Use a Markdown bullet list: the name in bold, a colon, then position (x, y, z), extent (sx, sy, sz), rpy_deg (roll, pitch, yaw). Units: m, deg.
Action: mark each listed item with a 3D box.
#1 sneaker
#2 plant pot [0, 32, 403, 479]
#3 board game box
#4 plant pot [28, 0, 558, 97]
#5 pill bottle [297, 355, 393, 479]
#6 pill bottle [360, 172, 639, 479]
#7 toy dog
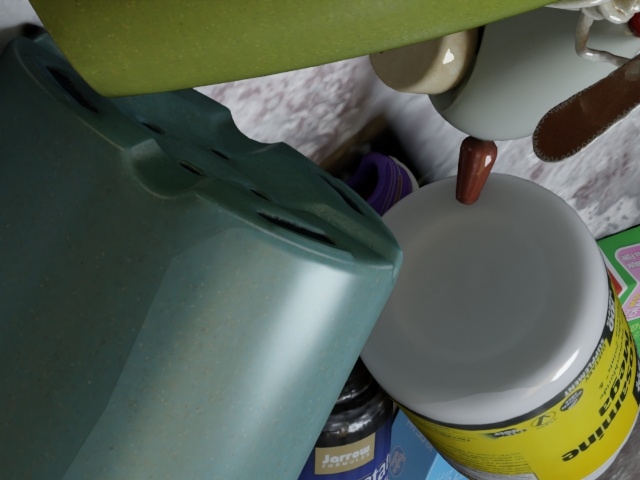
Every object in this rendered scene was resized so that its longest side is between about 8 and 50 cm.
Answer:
- **sneaker**: position (0.000, 0.000, 1.292), extent (0.170, 0.068, 0.071), rpy_deg (-51, 136, -2)
- **plant pot**: position (-0.140, 0.084, 0.985), extent (0.341, 0.341, 0.334), rpy_deg (13, 113, -55)
- **board game box**: position (0.222, 0.115, 1.678), extent (0.316, 0.064, 0.242), rpy_deg (-18, 142, -35)
- **plant pot**: position (-0.010, -0.197, 0.850), extent (0.293, 0.275, 0.275), rpy_deg (-27, 151, 7)
- **pill bottle**: position (-0.003, 0.156, 1.395), extent (0.123, 0.123, 0.219), rpy_deg (-23, 132, -30)
- **pill bottle**: position (0.151, 0.092, 1.337), extent (0.188, 0.188, 0.334), rpy_deg (-41, 153, -1)
- **toy dog**: position (0.171, -0.094, 1.112), extent (0.220, 0.334, 0.161), rpy_deg (-2, 97, -20)
